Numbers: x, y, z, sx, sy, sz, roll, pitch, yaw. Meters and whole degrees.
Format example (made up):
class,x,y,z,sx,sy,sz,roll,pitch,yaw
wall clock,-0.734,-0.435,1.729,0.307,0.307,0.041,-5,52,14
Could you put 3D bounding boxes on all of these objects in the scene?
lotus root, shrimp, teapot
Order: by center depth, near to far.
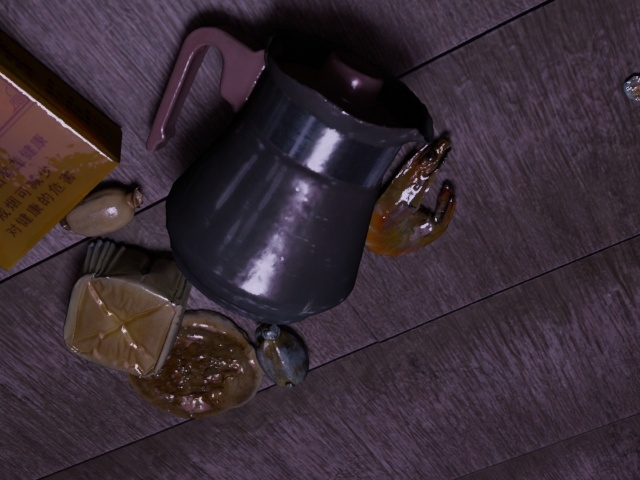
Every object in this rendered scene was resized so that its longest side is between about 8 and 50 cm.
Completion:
class,x,y,z,sx,sy,sz,roll,pitch,yaw
teapot,-0.061,-0.113,1.177,0.376,0.305,0.361,34,115,5
lotus root,-0.343,-0.045,1.324,0.150,0.062,0.073,-20,129,14
shrimp,0.157,-0.062,1.355,0.150,0.068,0.248,1,136,-22
lotus root,-0.076,0.210,1.553,0.088,0.088,0.165,-20,125,12

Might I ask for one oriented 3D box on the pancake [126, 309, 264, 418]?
class,x,y,z,sx,sy,sz,roll,pitch,yaw
pancake,-0.243,0.242,1.588,0.283,0.049,0.282,-2,127,-2

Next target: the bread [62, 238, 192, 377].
class,x,y,z,sx,sy,sz,roll,pitch,yaw
bread,-0.327,0.113,1.421,0.192,0.109,0.209,16,123,-5

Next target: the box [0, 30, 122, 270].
class,x,y,z,sx,sy,sz,roll,pitch,yaw
box,-0.512,-0.174,1.143,0.264,0.115,0.415,-40,122,17

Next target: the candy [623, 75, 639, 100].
class,x,y,z,sx,sy,sz,roll,pitch,yaw
candy,0.534,-0.259,1.225,0.182,0.046,0.053,-35,123,25
